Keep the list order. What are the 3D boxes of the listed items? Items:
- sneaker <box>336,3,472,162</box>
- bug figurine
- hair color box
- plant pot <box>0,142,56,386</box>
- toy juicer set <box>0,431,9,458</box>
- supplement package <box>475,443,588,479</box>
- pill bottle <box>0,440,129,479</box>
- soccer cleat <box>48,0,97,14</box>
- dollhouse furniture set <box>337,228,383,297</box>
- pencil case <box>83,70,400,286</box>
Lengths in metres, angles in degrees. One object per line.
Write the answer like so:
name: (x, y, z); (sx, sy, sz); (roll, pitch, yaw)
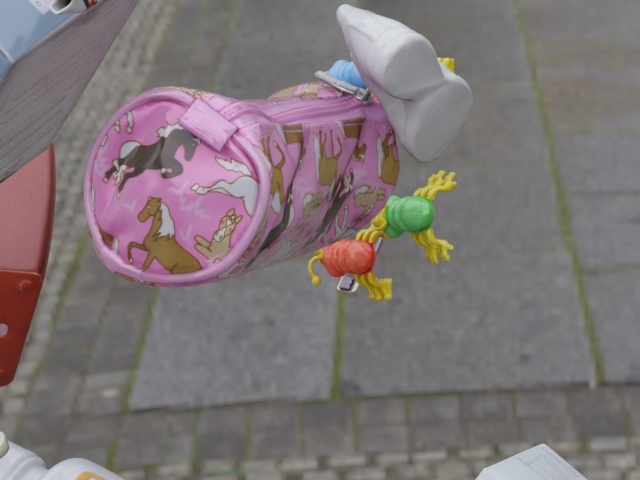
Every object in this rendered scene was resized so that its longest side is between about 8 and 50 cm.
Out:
sneaker: (0.071, -0.149, 1.622); (0.080, 0.212, 0.094); (-45, 61, -6)
bug figurine: (0.059, -0.080, 1.845); (0.072, 0.279, 0.216); (4, -7, -29)
hair color box: (-0.272, -0.144, 1.474); (0.185, 0.113, 0.374); (-44, -1, -34)
plant pot: (-0.462, 0.034, 2.192); (0.267, 0.267, 0.236); (6, 35, -25)
toy juicer set: (-0.306, 0.259, 1.029); (0.209, 0.089, 0.329); (-1, 47, 13)
supplement package: (0.248, 0.388, 2.277); (0.149, 0.194, 0.203); (40, 19, 20)
pill bottle: (-0.181, 0.264, 1.491); (0.245, 0.136, 0.136); (26, 32, 13)
soccer cleat: (-0.164, -0.188, 1.219); (0.035, 0.083, 0.029); (-25, 57, -39)
dollhouse furniture set: (0.000, 0.000, 2.069); (0.114, 0.081, 0.091); (12, 57, 20)
pencil case: (-0.057, -0.056, 1.529); (0.160, 0.167, 0.386); (0, 7, 20)
